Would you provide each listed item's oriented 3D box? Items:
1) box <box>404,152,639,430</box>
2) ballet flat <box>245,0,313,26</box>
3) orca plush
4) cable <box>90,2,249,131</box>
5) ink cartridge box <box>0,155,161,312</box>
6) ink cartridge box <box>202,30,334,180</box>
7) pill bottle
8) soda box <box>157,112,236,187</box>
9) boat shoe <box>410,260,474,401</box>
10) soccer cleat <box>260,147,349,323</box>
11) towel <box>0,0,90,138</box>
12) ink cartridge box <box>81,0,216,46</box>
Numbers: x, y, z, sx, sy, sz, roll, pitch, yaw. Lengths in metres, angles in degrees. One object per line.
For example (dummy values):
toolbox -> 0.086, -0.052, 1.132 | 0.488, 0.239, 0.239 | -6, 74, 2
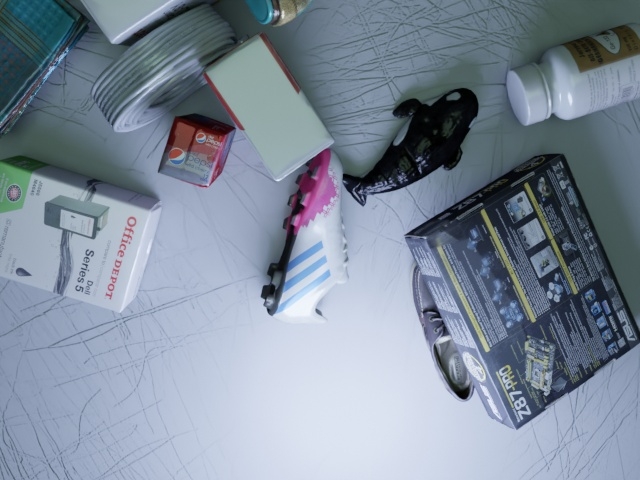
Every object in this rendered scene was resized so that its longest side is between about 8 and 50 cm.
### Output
box -> 0.373, 0.088, 1.341 | 0.318, 0.097, 0.395 | -31, 102, -17
ballet flat -> -0.110, -0.457, 0.985 | 0.123, 0.123, 0.349 | -30, 102, 3
orca plush -> 0.166, -0.169, 1.325 | 0.287, 0.102, 0.151 | -25, 100, 3
cable -> -0.252, -0.279, 1.211 | 0.257, 0.257, 0.089 | -35, 97, 16
ink cartridge box -> -0.444, -0.013, 1.325 | 0.272, 0.115, 0.199 | 17, 99, -5
ink cartridge box -> -0.085, -0.215, 1.223 | 0.114, 0.273, 0.197 | -34, 100, 0
pill bottle -> 0.452, -0.284, 1.301 | 0.229, 0.131, 0.131 | -18, 101, 1
soda box -> -0.197, -0.154, 1.232 | 0.083, 0.263, 0.092 | 19, 100, -7
boat shoe -> 0.240, 0.166, 1.395 | 0.102, 0.092, 0.286 | -14, 101, 0
soccer cleat -> 0.000, 0.000, 1.356 | 0.143, 0.116, 0.332 | 15, 105, -15
towel -> -0.613, -0.383, 1.263 | 0.370, 0.040, 0.271 | 40, 96, 1
ink cartridge box -> -0.188, -0.468, 1.169 | 0.384, 0.279, 0.160 | -31, 102, 4
